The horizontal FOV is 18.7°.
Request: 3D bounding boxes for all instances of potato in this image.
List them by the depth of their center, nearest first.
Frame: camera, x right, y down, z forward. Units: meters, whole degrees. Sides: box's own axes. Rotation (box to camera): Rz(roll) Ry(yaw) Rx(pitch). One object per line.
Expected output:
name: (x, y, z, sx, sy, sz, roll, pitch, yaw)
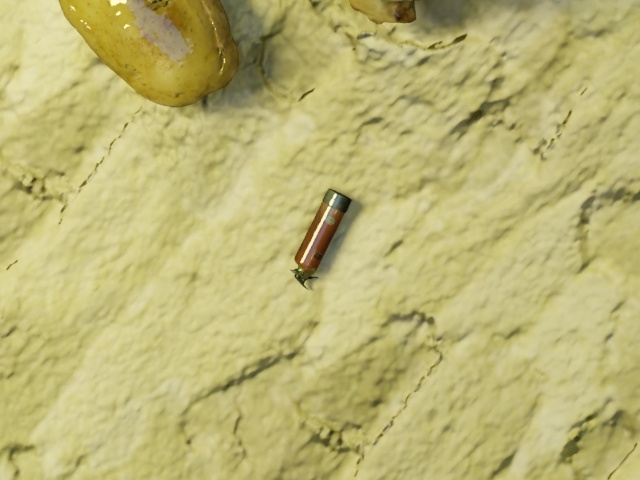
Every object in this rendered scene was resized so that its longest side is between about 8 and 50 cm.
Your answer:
potato: (-0.138, -0.181, 1.527, 0.107, 0.080, 0.170, -35, 98, 14)

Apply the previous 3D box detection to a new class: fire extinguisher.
fire extinguisher: (0.000, 0.000, 1.578, 0.028, 0.022, 0.083, 22, 96, -34)

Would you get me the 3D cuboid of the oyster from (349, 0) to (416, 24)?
oyster: (0.162, -0.279, 1.497, 0.337, 0.133, 0.198, -39, 99, 1)
